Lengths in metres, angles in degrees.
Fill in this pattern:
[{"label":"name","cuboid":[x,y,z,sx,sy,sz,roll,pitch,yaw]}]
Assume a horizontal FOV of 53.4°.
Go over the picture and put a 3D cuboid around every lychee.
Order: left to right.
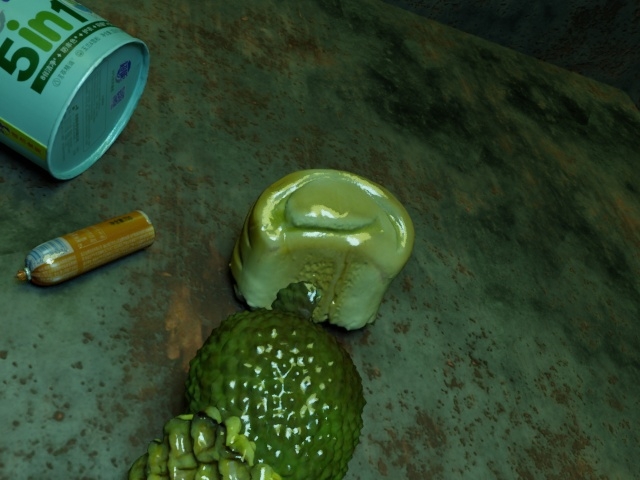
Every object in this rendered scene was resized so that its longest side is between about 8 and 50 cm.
[{"label":"lychee","cuboid":[-0.066,0.225,0.909,0.269,0.270,0.320,4,32,-29]}]

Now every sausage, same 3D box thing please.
[{"label":"sausage","cuboid":[-0.387,0.015,1.050,0.071,0.071,0.234,48,43,15]}]

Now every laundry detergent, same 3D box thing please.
[{"label":"laundry detergent","cuboid":[-0.509,-0.305,1.113,0.305,0.287,0.287,32,42,-2]}]

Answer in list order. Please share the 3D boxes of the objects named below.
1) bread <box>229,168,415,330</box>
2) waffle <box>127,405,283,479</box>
[{"label":"bread","cuboid":[0.000,0.000,1.172,0.315,0.270,0.211,9,32,-17]},{"label":"waffle","cuboid":[-0.143,0.350,0.729,0.058,0.301,0.282,21,30,-49]}]
